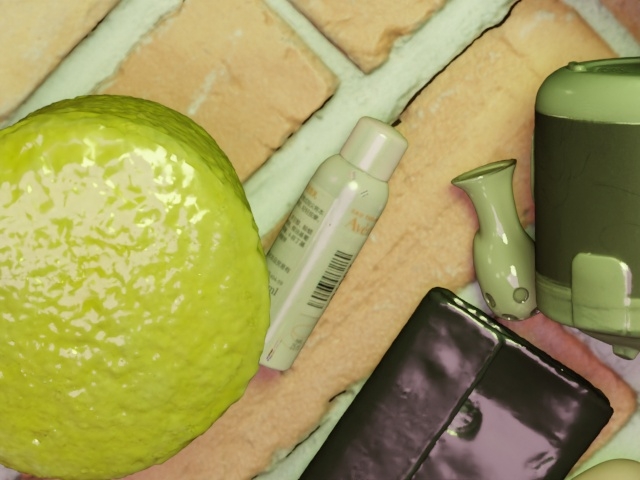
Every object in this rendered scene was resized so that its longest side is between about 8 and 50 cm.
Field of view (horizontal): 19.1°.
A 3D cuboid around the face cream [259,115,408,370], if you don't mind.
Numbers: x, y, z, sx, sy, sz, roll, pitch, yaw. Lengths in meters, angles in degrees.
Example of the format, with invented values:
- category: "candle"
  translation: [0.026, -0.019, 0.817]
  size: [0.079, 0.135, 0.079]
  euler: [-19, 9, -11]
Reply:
- category: "face cream"
  translation: [0.000, 0.000, 1.898]
  size: [0.082, 0.082, 0.269]
  euler: [30, 102, -3]

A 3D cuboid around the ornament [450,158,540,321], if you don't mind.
- category: "ornament"
  translation: [0.182, 0.004, 1.896]
  size: [0.075, 0.081, 0.156]
  euler: [-22, 99, -30]

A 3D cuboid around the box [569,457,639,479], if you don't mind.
- category: "box"
  translation: [0.312, 0.315, 1.924]
  size: [0.146, 0.088, 0.200]
  euler: [-31, 109, 0]

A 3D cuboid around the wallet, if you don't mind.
- category: "wallet"
  translation: [0.097, 0.268, 1.952]
  size: [0.228, 0.062, 0.406]
  euler: [33, 101, -3]

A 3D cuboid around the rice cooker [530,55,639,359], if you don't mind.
- category: "rice cooker"
  translation: [0.335, -0.034, 1.781]
  size: [0.288, 0.288, 0.277]
  euler: [-2, 102, 4]

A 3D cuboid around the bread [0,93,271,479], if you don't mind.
- category: "bread"
  translation: [-0.219, 0.031, 1.802]
  size: [0.348, 0.308, 0.348]
  euler: [-1, 103, -3]
